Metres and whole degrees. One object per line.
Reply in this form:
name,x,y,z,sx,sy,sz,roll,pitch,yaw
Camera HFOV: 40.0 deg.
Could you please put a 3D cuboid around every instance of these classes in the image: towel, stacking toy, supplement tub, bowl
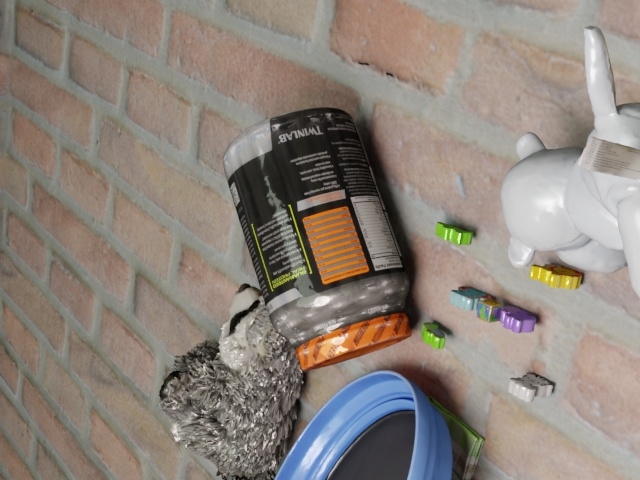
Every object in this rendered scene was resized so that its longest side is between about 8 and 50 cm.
towel,0.167,0.313,1.249,0.113,0.023,0.152,34,121,41
stacking toy,0.221,0.086,1.128,0.221,0.052,0.167,27,115,47
supplement tub,0.000,0.000,1.252,0.207,0.207,0.338,-31,72,48
bowl,0.036,0.367,1.206,0.391,0.077,0.391,-49,19,23

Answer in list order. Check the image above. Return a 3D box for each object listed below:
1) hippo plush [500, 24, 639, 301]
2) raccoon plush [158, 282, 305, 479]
hippo plush,0.286,-0.017,0.871,0.236,0.294,0.235,-23,57,58
raccoon plush,-0.050,0.285,1.440,0.299,0.216,0.447,-24,103,37
